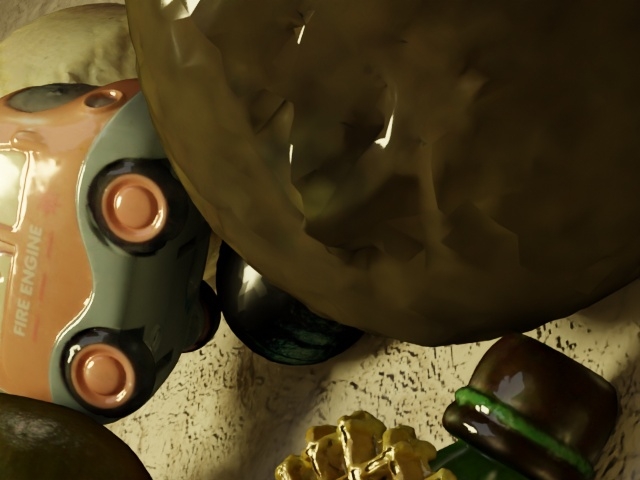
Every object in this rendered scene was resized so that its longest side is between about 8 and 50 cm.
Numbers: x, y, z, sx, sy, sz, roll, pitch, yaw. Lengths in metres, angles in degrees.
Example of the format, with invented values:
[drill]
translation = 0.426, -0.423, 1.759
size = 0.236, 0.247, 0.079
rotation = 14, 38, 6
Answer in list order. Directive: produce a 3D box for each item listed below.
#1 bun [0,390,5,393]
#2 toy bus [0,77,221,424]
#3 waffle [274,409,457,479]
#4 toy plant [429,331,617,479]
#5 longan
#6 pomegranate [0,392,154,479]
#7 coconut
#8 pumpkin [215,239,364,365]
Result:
[bun]
translation = -0.330, 0.081, 1.604
size = 0.187, 0.293, 0.293
rotation = -21, 18, -17
[toy bus]
translation = -0.195, -0.003, 1.236
size = 0.194, 0.232, 0.287
rotation = -37, -40, -68
[waffle]
translation = 0.028, 0.189, 0.856
size = 0.191, 0.038, 0.191
rotation = -6, 81, 42
[toy plant]
translation = 0.102, 0.139, 0.895
size = 0.162, 0.093, 0.093
rotation = -60, 25, -6
[longan]
translation = 0.074, -0.133, 0.946
size = 0.391, 0.391, 0.391
rotation = -41, 28, 27
[pomegranate]
translation = -0.265, 0.268, 1.131
size = 0.323, 0.291, 0.291
rotation = -43, 19, -24
[coconut]
translation = -0.200, -0.083, 1.478
size = 0.329, 0.329, 0.329
rotation = -41, 28, 27
[pumpkin]
translation = 0.000, 0.000, 1.195
size = 0.202, 0.140, 0.202
rotation = -61, 11, 21
